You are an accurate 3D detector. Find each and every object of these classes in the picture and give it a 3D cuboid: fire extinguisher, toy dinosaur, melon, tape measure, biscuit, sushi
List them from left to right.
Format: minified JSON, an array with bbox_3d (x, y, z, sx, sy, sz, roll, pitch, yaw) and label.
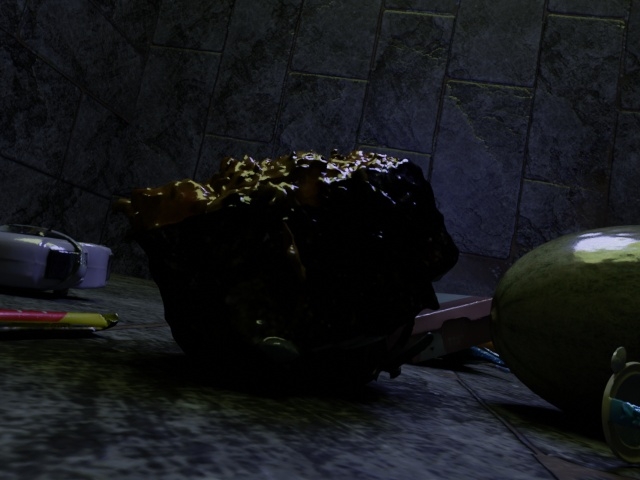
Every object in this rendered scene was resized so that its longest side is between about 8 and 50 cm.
[{"bbox_3d":[-0.287,0.069,0.392,0.048,0.026,0.292,-12,-14,16],"label":"biscuit"},{"bbox_3d":[-0.506,0.035,0.820,0.236,0.120,0.197,8,-4,-14],"label":"tape measure"},{"bbox_3d":[0.000,0.000,0.490,0.349,0.207,0.234,-19,6,-36],"label":"sushi"},{"bbox_3d":[0.026,0.114,0.560,0.231,0.099,0.071,0,-51,52],"label":"fire extinguisher"},{"bbox_3d":[0.300,0.240,1.047,0.147,0.076,0.363,-4,0,-32],"label":"toy dinosaur"},{"bbox_3d":[0.371,0.103,0.552,0.330,0.248,0.248,7,-7,7],"label":"melon"}]

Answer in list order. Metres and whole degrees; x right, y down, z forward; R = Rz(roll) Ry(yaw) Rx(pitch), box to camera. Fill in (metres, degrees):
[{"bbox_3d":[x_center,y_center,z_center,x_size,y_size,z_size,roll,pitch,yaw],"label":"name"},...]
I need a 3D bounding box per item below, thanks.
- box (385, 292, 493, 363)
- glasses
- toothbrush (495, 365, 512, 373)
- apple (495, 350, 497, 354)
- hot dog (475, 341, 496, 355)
[{"bbox_3d":[0.219,0.173,0.968,0.215,0.086,0.215,-10,0,-20],"label":"box"},{"bbox_3d":[0.327,0.172,0.318,0.190,0.088,0.220,14,12,-17],"label":"glasses"},{"bbox_3d":[0.427,0.288,1.010,0.019,0.013,0.193,3,-5,-7],"label":"toothbrush"},{"bbox_3d":[0.512,0.263,1.155,0.147,0.130,0.146,16,-4,1],"label":"apple"},{"bbox_3d":[0.561,0.325,1.434,0.338,0.100,0.135,11,1,-12],"label":"hot dog"}]
